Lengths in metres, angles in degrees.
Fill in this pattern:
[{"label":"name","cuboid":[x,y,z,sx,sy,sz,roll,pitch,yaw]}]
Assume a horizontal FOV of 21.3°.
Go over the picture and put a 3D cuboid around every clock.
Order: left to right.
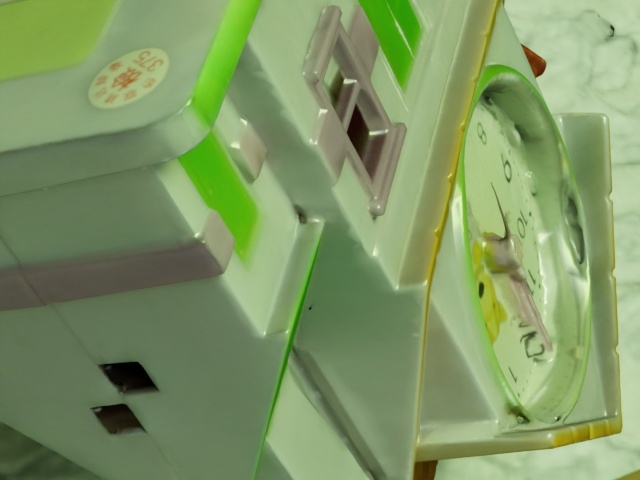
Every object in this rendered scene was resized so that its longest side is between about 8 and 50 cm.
[{"label":"clock","cuboid":[0.000,0.000,0.581,0.309,0.166,0.235,61,33,-38]}]

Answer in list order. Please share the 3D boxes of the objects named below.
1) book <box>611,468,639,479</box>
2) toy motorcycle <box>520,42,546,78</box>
[{"label":"book","cuboid":[0.187,0.144,0.744,0.172,0.012,0.118,-16,72,-27]},{"label":"toy motorcycle","cuboid":[-0.047,-0.115,0.736,0.298,0.089,0.171,-11,71,-27]}]
